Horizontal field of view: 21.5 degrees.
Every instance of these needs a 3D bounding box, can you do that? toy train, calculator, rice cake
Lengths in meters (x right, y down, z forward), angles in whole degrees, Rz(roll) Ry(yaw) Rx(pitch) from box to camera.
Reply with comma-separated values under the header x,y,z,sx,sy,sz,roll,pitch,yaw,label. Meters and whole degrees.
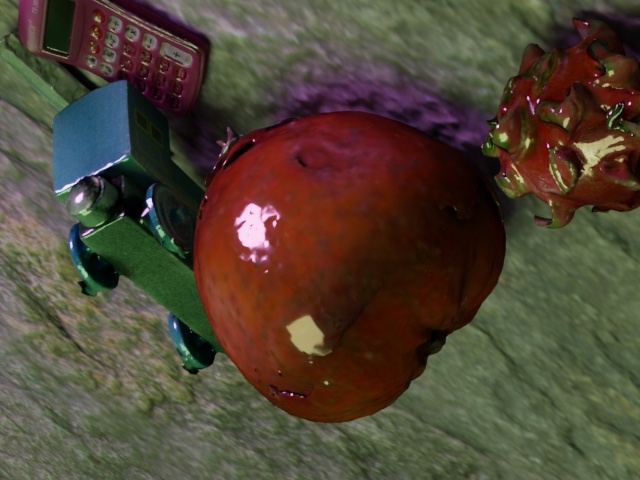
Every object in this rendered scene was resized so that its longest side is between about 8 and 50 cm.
x,y,z,sx,sy,sz,roll,pitch,yaw,label
-0.139,-0.005,1.631,0.120,0.194,0.298,-26,137,19,toy train
-0.196,-0.189,1.576,0.191,0.034,0.126,25,148,0,calculator
-0.238,-0.135,1.686,0.211,0.034,0.043,42,156,-18,rice cake

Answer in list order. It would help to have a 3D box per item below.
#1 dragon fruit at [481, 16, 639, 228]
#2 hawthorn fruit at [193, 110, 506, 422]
x,y,z,sx,sy,sz,roll,pitch,yaw,label
0.217,-0.093,1.251,0.135,0.137,0.236,39,146,-17,dragon fruit
0.000,0.000,1.480,0.307,0.276,0.276,40,155,27,hawthorn fruit
